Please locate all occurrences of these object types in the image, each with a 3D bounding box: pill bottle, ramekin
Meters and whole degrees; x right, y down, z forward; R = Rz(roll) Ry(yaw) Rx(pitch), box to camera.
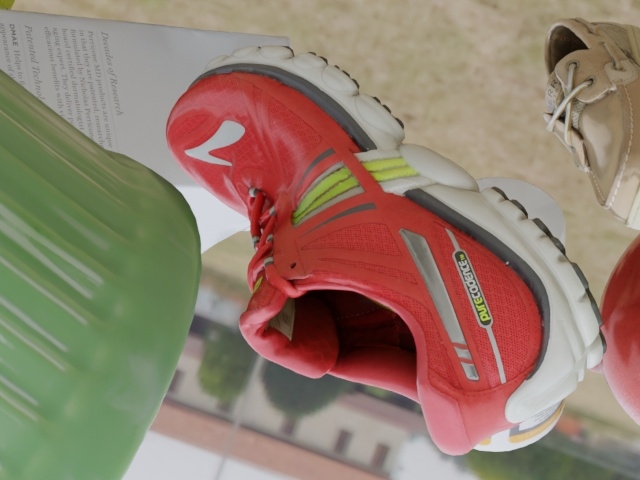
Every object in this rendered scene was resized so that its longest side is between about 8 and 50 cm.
[{"bbox_3d":[0.181,0.078,1.621,0.162,0.162,0.278,18,139,21],"label":"pill bottle"},{"bbox_3d":[-0.203,0.048,0.582,0.148,0.303,0.303,44,165,-26],"label":"ramekin"}]

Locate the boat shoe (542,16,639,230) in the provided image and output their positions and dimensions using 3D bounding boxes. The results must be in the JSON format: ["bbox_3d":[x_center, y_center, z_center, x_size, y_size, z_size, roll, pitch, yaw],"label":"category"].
[{"bbox_3d":[0.257,-0.115,1.441,0.110,0.121,0.341,16,-155,-4],"label":"boat shoe"}]

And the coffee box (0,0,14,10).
[{"bbox_3d":[-0.427,-0.431,1.453,0.334,0.338,0.337,5,155,46],"label":"coffee box"}]

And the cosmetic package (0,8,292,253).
[{"bbox_3d":[-0.217,-0.079,1.321,0.385,0.156,0.217,-2,164,-41],"label":"cosmetic package"}]

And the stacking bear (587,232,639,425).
[{"bbox_3d":[0.226,0.013,0.676,0.175,0.164,0.289,10,157,-22],"label":"stacking bear"}]

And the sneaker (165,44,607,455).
[{"bbox_3d":[0.000,0.000,0.726,0.279,0.118,0.107,34,152,41],"label":"sneaker"}]
